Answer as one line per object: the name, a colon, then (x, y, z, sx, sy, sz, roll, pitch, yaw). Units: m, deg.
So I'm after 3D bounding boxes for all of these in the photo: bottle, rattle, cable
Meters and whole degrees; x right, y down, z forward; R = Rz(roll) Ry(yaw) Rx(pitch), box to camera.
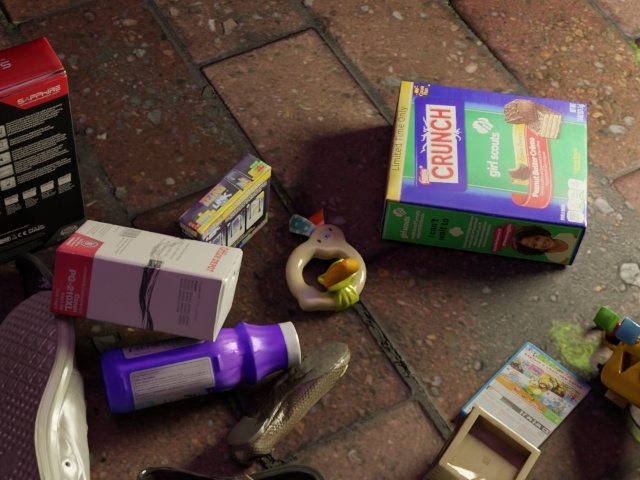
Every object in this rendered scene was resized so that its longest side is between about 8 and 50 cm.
bottle: (-0.171, 0.176, 1.843, 0.282, 0.118, 0.092, -11, 90, -13)
rattle: (0.000, 0.000, 1.983, 0.130, 0.143, 0.200, -11, 58, 11)
cable: (-0.138, 0.356, 1.763, 0.287, 0.072, 0.139, -11, 44, -27)

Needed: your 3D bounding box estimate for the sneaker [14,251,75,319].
sneaker: (-0.426, 0.094, 1.931, 0.170, 0.051, 0.089, 41, 57, 19)

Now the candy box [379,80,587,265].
candy box: (0.266, -0.114, 2.094, 0.317, 0.122, 0.268, 7, 53, 3)

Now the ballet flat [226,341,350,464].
ballet flat: (-0.040, 0.235, 1.852, 0.084, 0.058, 0.250, 1, 35, 45)

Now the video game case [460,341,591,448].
video game case: (0.302, 0.236, 1.895, 0.119, 0.015, 0.166, 37, 59, 23)

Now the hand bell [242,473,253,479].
hand bell: (-0.124, 0.434, 1.656, 0.126, 0.126, 0.242, 35, 80, 21)

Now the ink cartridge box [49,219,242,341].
ink cartridge box: (-0.243, 0.055, 1.832, 0.237, 0.100, 0.172, 10, 15, 2)

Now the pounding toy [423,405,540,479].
pounding toy: (0.203, 0.321, 1.784, 0.130, 0.100, 0.141, 36, 60, 5)

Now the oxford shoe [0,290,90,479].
oxford shoe: (-0.379, 0.269, 1.755, 0.169, 0.130, 0.449, -29, 48, 20)

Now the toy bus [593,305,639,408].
toy bus: (0.461, 0.195, 1.877, 0.191, 0.202, 0.104, 34, 88, 12)

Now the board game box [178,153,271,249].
board game box: (-0.148, -0.031, 1.990, 0.048, 0.141, 0.170, 32, 56, 19)

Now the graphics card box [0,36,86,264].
graphics card box: (-0.474, -0.110, 1.884, 0.232, 0.371, 0.094, -23, 58, -19)
